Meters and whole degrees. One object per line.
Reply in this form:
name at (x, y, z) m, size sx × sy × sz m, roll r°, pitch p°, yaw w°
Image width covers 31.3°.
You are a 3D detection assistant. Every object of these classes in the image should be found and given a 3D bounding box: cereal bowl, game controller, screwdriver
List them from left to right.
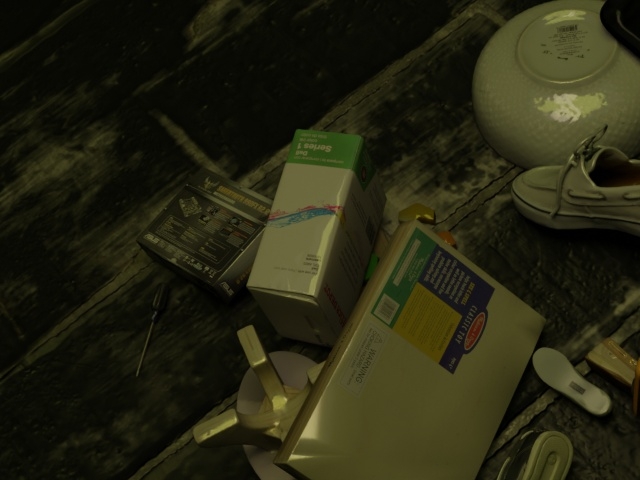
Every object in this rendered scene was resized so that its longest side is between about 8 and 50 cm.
screwdriver at (-0.287, 0.149, 1.917) m, size 0.025 × 0.024 × 0.169 m, roll -8°, pitch 58°, yaw 48°
cereal bowl at (0.414, -0.279, 1.899) m, size 0.339 × 0.141 × 0.339 m, roll -8°, pitch 57°, yaw 13°
game controller at (0.599, -0.301, 1.831) m, size 0.319 × 0.067 × 0.166 m, roll 42°, pitch 65°, yaw 11°

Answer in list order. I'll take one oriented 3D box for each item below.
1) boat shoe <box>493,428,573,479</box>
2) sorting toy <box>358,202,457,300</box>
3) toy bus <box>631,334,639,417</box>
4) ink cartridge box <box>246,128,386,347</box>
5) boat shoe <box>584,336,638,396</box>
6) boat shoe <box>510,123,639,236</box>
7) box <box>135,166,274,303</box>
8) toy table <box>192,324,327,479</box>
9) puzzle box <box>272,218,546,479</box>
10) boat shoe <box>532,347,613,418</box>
boat shoe at (0.268, 0.368, 1.585) m, size 0.233 × 0.084 × 0.079 m, roll -59°, pitch 23°, yaw -14°
sorting toy at (0.053, 0.012, 1.883) m, size 0.307 × 0.041 × 0.229 m, roll -25°, pitch 55°, yaw 1°
toy bus at (0.533, 0.106, 1.592) m, size 0.130 × 0.108 × 0.332 m, roll 14°, pitch 49°, yaw 23°
ink cartridge box at (0.000, 0.000, 1.766) m, size 0.117 × 0.201 × 0.278 m, roll 8°, pitch 65°, yaw 19°
boat shoe at (0.460, 0.194, 1.630) m, size 0.170 × 0.063 × 0.059 m, roll 35°, pitch 79°, yaw 32°
boat shoe at (0.420, -0.099, 1.706) m, size 0.136 × 0.156 × 0.367 m, roll -37°, pitch 30°, yaw -24°
box at (-0.179, -0.013, 1.935) m, size 0.231 × 0.056 × 0.183 m, roll 26°, pitch 68°, yaw 42°
toy table at (-0.052, 0.258, 1.688) m, size 0.252 × 0.161 × 0.274 m, roll -36°, pitch 57°, yaw -7°
puzzle box at (0.139, 0.208, 1.620) m, size 0.409 × 0.272 × 0.052 m, roll -60°, pitch 18°, yaw -23°
boat shoe at (0.367, 0.211, 1.662) m, size 0.049 × 0.040 × 0.142 m, roll -46°, pitch 57°, yaw -3°
